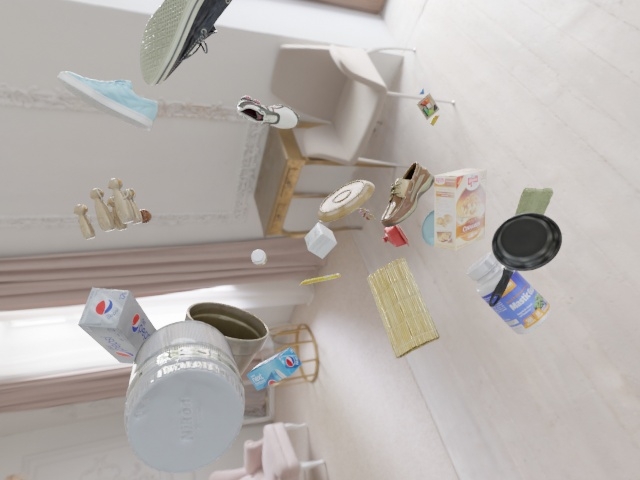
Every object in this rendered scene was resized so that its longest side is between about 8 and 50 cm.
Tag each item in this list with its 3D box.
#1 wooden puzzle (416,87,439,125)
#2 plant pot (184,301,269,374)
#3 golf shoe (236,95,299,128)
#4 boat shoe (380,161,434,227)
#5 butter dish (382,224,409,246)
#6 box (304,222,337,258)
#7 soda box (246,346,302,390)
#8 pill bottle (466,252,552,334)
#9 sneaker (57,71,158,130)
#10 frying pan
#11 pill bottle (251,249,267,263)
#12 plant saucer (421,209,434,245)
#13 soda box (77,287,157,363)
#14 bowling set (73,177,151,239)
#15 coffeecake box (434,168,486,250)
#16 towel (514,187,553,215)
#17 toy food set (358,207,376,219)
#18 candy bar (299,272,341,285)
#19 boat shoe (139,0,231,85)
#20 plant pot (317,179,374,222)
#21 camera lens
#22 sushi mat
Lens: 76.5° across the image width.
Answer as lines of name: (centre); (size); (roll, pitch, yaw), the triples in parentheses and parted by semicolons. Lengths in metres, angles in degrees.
wooden puzzle: (0.371, -0.458, 1.389); (0.116, 0.078, 0.014); (45, 164, -15)
plant pot: (-0.394, 0.429, 1.568); (0.323, 0.323, 0.280); (36, 108, 61)
golf shoe: (-0.227, -0.530, 1.746); (0.120, 0.273, 0.105); (-88, 13, -54)
boat shoe: (0.324, -0.186, 1.597); (0.120, 0.324, 0.122); (49, 149, -16)
butter dish: (0.395, -0.030, 2.223); (0.160, 0.118, 0.160); (51, -168, -30)
box: (0.000, 0.000, 1.741); (0.102, 0.087, 0.101); (-48, 30, 18)
soda box: (-0.159, 0.436, 1.374); (0.210, 0.067, 0.071); (-38, 86, 40)
pill bottle: (0.646, 0.178, 1.413); (0.272, 0.152, 0.152); (48, 146, 8)
sneaker: (-0.841, -0.593, 1.641); (0.135, 0.366, 0.150); (0, 68, 58)
frying pan: (0.635, 0.061, 1.270); (0.053, 0.197, 0.326); (-66, -28, -62)
pill bottle: (-0.273, 0.075, 1.803); (0.116, 0.065, 0.065); (103, 161, -82)
plant saucer: (0.581, -0.070, 2.074); (0.037, 0.195, 0.195); (27, 118, 59)
soda box: (-0.502, 0.228, 1.037); (0.286, 0.091, 0.098); (98, 176, -57)
bowling set: (-0.726, -0.119, 1.463); (0.287, 0.200, 0.154); (-16, 94, 24)
coffeecake box: (0.360, -0.084, 1.045); (0.068, 0.142, 0.185); (14, 114, 49)
towel: (0.804, -0.139, 1.536); (0.027, 0.110, 0.148); (-78, -13, -45)
toy food set: (0.262, -0.156, 2.344); (0.078, 0.122, 0.019); (-6, 55, 39)
candy bar: (-0.002, 0.147, 1.532); (0.040, 0.161, 0.018); (-29, -74, -79)
boat shoe: (-0.411, -0.684, 1.275); (0.500, 0.156, 0.187); (-44, 67, 27)
plant pot: (0.084, -0.150, 1.465); (0.032, 0.236, 0.236); (56, 166, -22)
camera lens: (-0.278, 0.302, 0.839); (0.274, 0.219, 0.219); (-161, 70, -69)
sushi mat: (0.258, 0.206, 1.310); (0.151, 0.019, 0.316); (-31, 47, 18)
